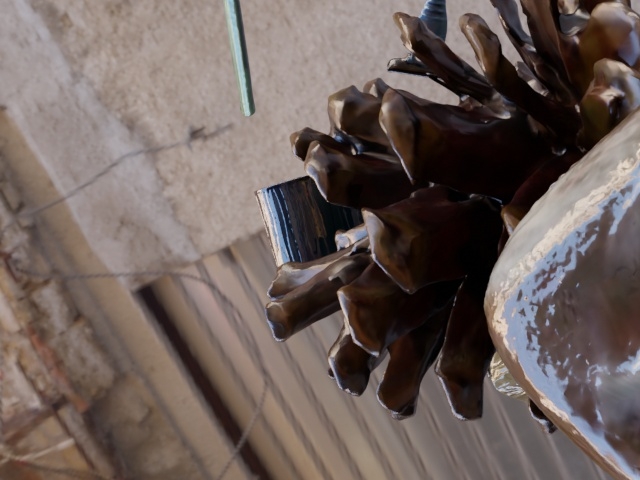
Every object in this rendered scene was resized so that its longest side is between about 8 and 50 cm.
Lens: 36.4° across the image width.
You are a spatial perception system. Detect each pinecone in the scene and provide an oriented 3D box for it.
[{"bbox_3d":[0.118,-0.014,0.739,0.384,0.385,0.384,63,-171,-18],"label":"pinecone"}]

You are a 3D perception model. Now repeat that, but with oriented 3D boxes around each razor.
[{"bbox_3d":[0.136,-0.305,1.083,0.042,0.082,0.253,81,-160,-85],"label":"razor"}]

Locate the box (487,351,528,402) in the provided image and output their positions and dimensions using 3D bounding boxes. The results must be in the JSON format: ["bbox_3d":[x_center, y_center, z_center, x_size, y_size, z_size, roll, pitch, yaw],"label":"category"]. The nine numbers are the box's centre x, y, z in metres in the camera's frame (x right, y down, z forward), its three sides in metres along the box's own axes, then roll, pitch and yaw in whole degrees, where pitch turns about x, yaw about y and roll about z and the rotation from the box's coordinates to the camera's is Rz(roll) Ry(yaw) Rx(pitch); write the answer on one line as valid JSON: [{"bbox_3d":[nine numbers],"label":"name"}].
[{"bbox_3d":[0.228,0.089,1.028,0.111,0.111,0.177,55,-158,-49],"label":"box"}]

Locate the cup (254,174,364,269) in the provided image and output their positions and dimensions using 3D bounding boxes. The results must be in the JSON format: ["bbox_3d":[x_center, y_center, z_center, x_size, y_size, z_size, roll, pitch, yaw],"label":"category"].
[{"bbox_3d":[0.009,-0.002,1.044,0.150,0.114,0.138,-18,-87,-68],"label":"cup"}]

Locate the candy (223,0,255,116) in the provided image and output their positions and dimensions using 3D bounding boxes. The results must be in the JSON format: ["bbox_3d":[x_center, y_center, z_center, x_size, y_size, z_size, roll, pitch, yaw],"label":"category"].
[{"bbox_3d":[-0.093,-0.260,0.995,0.440,0.119,0.119,87,165,-60],"label":"candy"}]

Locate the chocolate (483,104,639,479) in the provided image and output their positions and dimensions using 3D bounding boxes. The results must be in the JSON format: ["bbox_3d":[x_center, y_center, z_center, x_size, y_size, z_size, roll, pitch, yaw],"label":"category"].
[{"bbox_3d":[0.178,0.002,0.402,0.157,0.254,0.080,48,-154,11],"label":"chocolate"}]
